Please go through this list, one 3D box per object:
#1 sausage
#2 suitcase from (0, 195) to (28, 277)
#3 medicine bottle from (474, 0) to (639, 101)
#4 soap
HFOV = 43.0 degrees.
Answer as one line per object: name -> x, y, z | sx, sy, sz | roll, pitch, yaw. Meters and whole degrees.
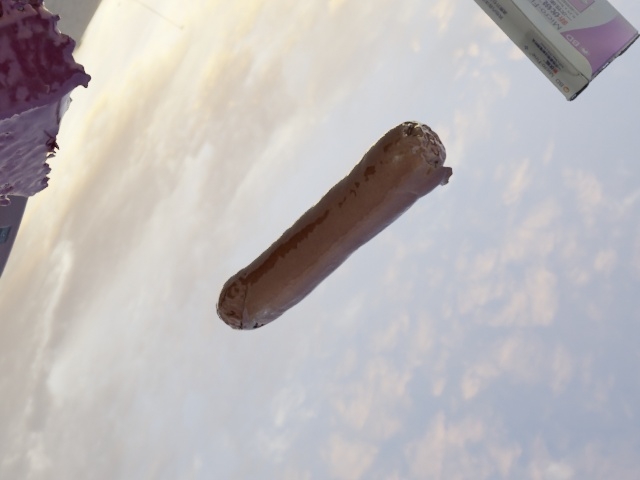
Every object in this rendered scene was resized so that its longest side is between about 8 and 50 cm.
sausage -> 0.000, 0.000, 1.042 | 0.419, 0.094, 0.094 | -42, -148, 33
suitcase -> -0.554, -0.031, 1.124 | 0.236, 0.161, 0.297 | -68, 169, 12
medicine bottle -> 0.289, -0.284, 1.019 | 0.171, 0.201, 0.052 | -38, 174, -39
soap -> -0.306, -0.108, 0.583 | 0.325, 0.127, 0.220 | -3, -73, 45
